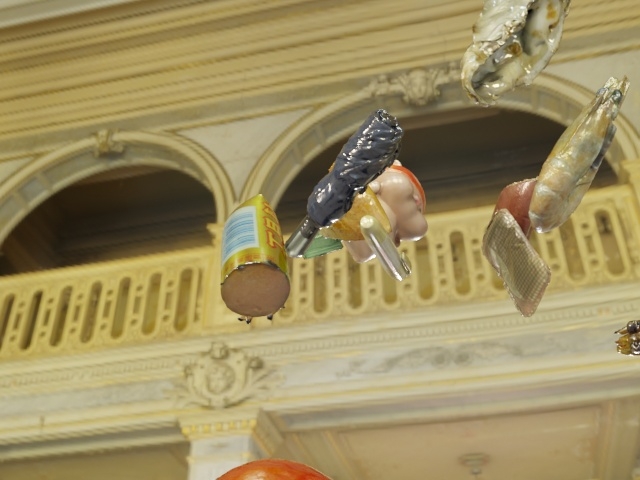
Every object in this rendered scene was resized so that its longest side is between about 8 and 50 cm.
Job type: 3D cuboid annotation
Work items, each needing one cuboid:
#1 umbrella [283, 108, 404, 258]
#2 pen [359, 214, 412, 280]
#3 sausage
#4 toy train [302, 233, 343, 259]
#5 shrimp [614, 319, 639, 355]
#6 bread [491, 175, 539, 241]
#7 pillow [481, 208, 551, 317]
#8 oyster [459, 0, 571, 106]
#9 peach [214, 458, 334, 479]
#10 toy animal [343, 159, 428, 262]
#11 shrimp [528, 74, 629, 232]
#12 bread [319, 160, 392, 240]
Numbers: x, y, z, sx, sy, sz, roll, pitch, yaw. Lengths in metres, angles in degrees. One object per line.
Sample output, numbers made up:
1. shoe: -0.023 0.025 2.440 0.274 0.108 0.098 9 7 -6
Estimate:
1. umbrella: 0.026 -0.058 1.019 0.071 0.071 0.248 20 -58 -25
2. pen: 0.092 0.014 1.090 0.040 0.032 0.233 -5 -20 14
3. sausage: -0.119 0.015 1.446 0.117 0.317 0.125 -6 -61 -2
4. toy train: 0.000 0.000 1.584 0.093 0.038 0.056 -16 -47 -11
5. shrimp: 0.476 0.108 0.954 0.145 0.061 0.267 18 -28 -39
6. bread: 0.403 -0.059 1.659 0.067 0.119 0.192 3 -68 -28
7. pillow: 0.381 0.041 1.577 0.034 0.211 0.135 -6 -47 -20
8. oyster: 0.309 -0.339 1.308 0.110 0.341 0.166 13 -25 36
9. peach: -0.060 0.423 1.049 0.281 0.281 0.238 -6 -30 7
10. toy animal: 0.130 -0.059 1.634 0.198 0.171 0.171 -40 -30 -23
11. shrimp: 0.475 -0.153 1.455 0.317 0.077 0.168 -57 -32 3
12. bread: 0.060 -0.041 1.331 0.136 0.054 0.154 30 -49 29
